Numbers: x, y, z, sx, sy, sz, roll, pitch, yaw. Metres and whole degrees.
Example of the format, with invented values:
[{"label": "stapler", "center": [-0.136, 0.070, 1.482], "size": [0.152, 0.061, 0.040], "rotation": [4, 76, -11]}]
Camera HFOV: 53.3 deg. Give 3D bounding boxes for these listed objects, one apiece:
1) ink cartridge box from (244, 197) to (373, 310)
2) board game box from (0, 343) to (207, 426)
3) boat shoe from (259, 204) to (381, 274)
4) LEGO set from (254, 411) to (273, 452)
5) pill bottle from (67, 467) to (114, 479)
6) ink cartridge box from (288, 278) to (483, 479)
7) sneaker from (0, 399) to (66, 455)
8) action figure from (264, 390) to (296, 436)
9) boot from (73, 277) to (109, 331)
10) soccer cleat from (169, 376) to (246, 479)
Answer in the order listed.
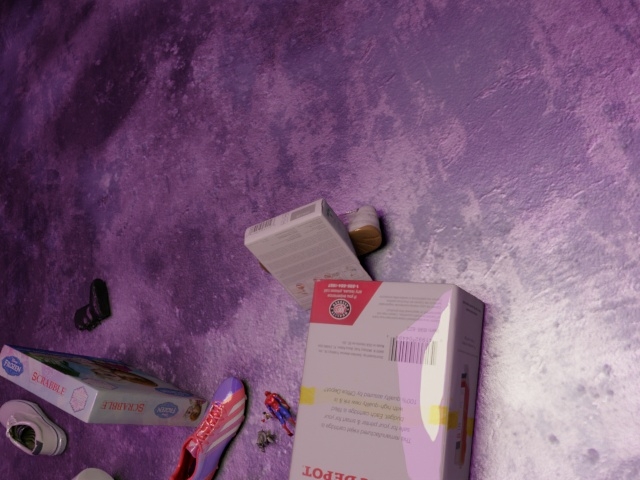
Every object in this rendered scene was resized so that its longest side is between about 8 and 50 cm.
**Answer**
[{"label": "ink cartridge box", "center": [-0.015, 0.034, 1.263], "size": [0.181, 0.224, 0.056], "rotation": [-20, 41, 25]}, {"label": "board game box", "center": [-0.462, 0.313, 1.367], "size": [0.318, 0.319, 0.065], "rotation": [13, 82, 33]}, {"label": "boat shoe", "center": [0.000, 0.000, 1.327], "size": [0.277, 0.098, 0.096], "rotation": [-17, 46, 23]}, {"label": "LEGO set", "center": [-0.119, 0.392, 1.299], "size": [0.054, 0.024, 0.083], "rotation": [-17, 74, 52]}, {"label": "pill bottle", "center": [-0.582, 0.638, 1.436], "size": [0.265, 0.153, 0.153], "rotation": [-41, 58, 15]}, {"label": "ink cartridge box", "center": [0.117, 0.273, 1.122], "size": [0.279, 0.160, 0.384], "rotation": [1, 75, 31]}, {"label": "sneaker", "center": [-0.758, 0.472, 1.630], "size": [0.258, 0.091, 0.094], "rotation": [13, 82, 33]}, {"label": "action figure", "center": [-0.082, 0.348, 1.300], "size": [0.038, 0.030, 0.115], "rotation": [-49, 52, 3]}, {"label": "boot", "center": [-0.599, 0.171, 1.660], "size": [0.099, 0.045, 0.121], "rotation": [-31, 62, 23]}, {"label": "soccer cleat", "center": [-0.232, 0.403, 1.333], "size": [0.083, 0.095, 0.247], "rotation": [22, 87, 34]}]
